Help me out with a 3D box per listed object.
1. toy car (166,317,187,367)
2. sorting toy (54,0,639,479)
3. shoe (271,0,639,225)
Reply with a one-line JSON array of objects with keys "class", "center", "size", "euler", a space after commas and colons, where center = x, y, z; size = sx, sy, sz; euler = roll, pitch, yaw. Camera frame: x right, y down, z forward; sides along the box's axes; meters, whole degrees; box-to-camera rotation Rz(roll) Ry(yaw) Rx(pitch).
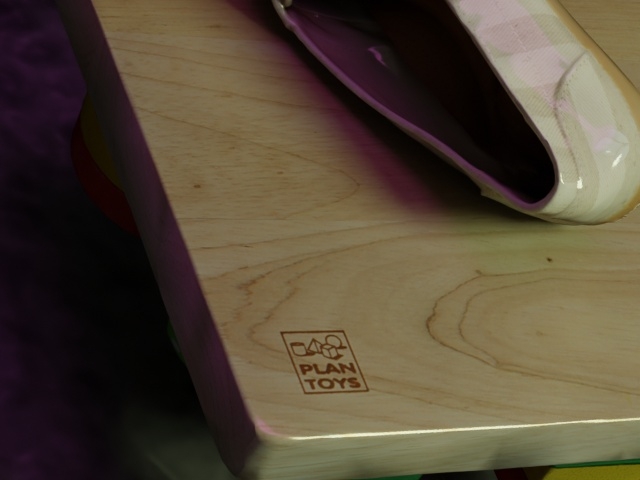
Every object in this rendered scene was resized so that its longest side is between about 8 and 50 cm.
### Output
[{"class": "toy car", "center": [0.000, 0.000, 0.769], "size": [0.239, 0.053, 0.225], "euler": [34, 41, 6]}, {"class": "sorting toy", "center": [0.036, -0.009, 0.689], "size": [0.257, 0.089, 0.255], "euler": [0, 48, -29]}, {"class": "shoe", "center": [0.028, -0.089, 0.637], "size": [0.058, 0.076, 0.219], "euler": [-20, 62, -47]}]
